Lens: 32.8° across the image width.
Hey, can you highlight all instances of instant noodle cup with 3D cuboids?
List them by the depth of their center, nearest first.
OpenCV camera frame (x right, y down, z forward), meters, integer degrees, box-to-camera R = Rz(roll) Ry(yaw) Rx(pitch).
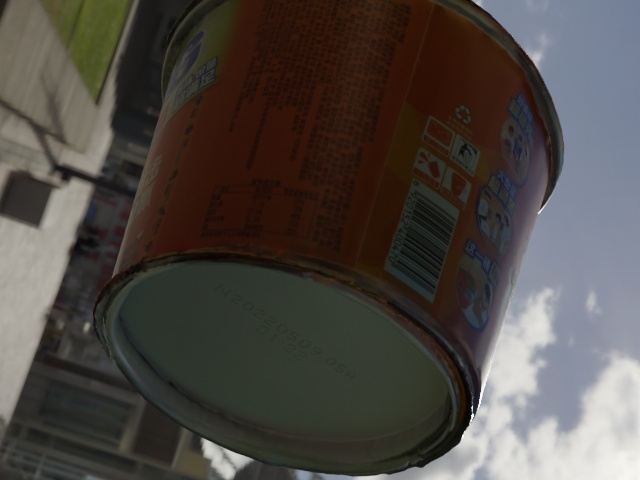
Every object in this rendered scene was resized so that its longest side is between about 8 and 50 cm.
[{"bbox_3d":[0.000,0.000,0.694,0.296,0.296,0.214,121,-10,-51],"label":"instant noodle cup"}]
